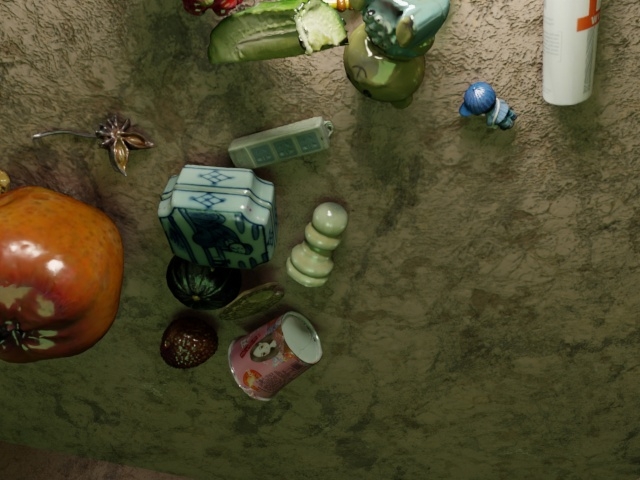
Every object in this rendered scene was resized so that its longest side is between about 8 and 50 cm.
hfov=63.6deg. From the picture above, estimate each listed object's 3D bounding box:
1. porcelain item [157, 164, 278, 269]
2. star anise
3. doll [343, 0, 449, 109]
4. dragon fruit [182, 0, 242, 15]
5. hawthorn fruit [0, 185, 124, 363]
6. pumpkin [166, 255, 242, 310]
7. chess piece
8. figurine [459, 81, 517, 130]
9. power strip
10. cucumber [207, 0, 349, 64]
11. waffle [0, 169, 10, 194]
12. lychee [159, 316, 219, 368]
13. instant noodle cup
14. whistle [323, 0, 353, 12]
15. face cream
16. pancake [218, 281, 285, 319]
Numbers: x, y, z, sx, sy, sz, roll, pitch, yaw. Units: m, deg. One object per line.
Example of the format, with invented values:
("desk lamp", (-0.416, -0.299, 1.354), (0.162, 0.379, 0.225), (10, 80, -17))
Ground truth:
("porcelain item", (-0.259, -0.050, 1.339), (0.286, 0.157, 0.281), (6, 147, 1))
("star anise", (-0.566, -0.233, 1.286), (0.228, 0.148, 0.219), (1, 174, 42))
("doll", (0.134, -0.383, 0.995), (0.177, 0.161, 0.260), (41, 154, 13))
("dragon fruit", (-0.220, -0.544, 0.910), (0.219, 0.198, 0.272), (10, 110, 11))
("hawthorn fruit", (-0.752, 0.081, 1.360), (0.473, 0.471, 0.471), (3, 132, 3))
("pumpkin", (-0.343, 0.112, 1.526), (0.221, 0.161, 0.220), (7, 134, 7))
("chess piece", (0.000, 0.000, 1.424), (0.133, 0.133, 0.243), (17, 125, -9))
("figurine", (0.375, -0.292, 1.138), (0.136, 0.079, 0.077), (25, 89, -10))
("power strip", (-0.099, -0.233, 1.256), (0.272, 0.052, 0.078), (-11, 132, 15))
("cucumber", (-0.101, -0.405, 1.007), (0.326, 0.145, 0.105), (11, 122, 45))
("waffle", (-1.033, -0.155, 1.401), (0.328, 0.098, 0.224), (25, 128, -17))
("lychee", (-0.439, 0.346, 1.750), (0.188, 0.188, 0.188), (3, 132, 3))
("instant noodle cup", (-0.142, 0.370, 1.701), (0.231, 0.242, 0.243), (-37, 119, 25))
("whistle", (0.035, -0.484, 1.032), (0.109, 0.057, 0.046), (-10, 176, 3))
("face cream", (0.477, -0.432, 0.981), (0.102, 0.101, 0.345), (-8, 132, 13))
("pancake", (-0.210, 0.193, 1.586), (0.212, 0.029, 0.235), (-25, 160, -9))
